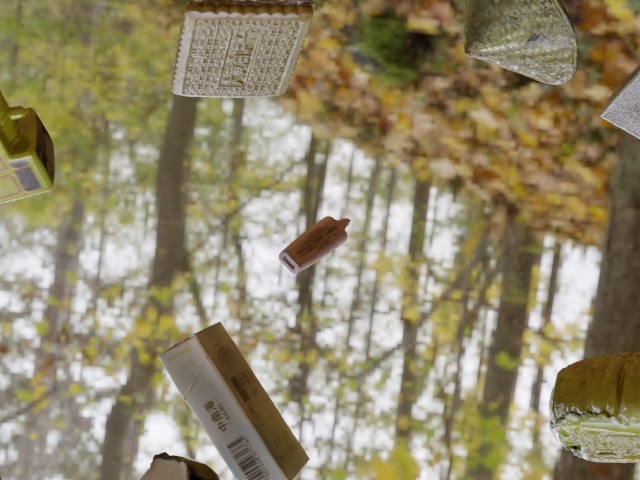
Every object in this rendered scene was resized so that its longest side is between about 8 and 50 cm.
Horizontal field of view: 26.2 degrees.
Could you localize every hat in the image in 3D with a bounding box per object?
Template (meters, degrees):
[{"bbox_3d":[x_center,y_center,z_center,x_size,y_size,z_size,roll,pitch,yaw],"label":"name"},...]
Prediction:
[{"bbox_3d":[0.152,-0.181,1.207,0.067,0.146,0.146,-37,-155,-17],"label":"hat"}]

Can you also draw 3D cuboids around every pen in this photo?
[{"bbox_3d":[0.000,0.000,2.180,0.053,0.032,0.197,47,-144,5],"label":"pen"}]

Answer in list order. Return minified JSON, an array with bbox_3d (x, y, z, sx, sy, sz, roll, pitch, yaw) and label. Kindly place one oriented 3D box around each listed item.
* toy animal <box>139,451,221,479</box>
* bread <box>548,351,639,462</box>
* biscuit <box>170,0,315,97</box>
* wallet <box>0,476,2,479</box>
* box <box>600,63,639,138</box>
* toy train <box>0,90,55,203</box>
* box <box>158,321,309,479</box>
[{"bbox_3d":[-0.175,0.436,2.028,0.165,0.187,0.235,25,168,49],"label":"toy animal"},{"bbox_3d":[0.444,0.180,1.547,0.384,0.112,0.166,-4,149,24],"label":"bread"},{"bbox_3d":[-0.109,-0.255,1.860,0.172,0.029,0.254,-1,160,-11],"label":"biscuit"},{"bbox_3d":[-0.477,0.458,1.796,0.044,0.321,0.170,25,-142,11],"label":"wallet"},{"bbox_3d":[0.576,-0.233,2.109,0.180,0.047,0.325,30,154,-1],"label":"box"},{"bbox_3d":[-0.324,-0.099,1.265,0.127,0.219,0.089,-13,-129,5],"label":"toy train"},{"bbox_3d":[-0.117,0.235,1.913,0.067,0.243,0.155,-34,176,9],"label":"box"}]
